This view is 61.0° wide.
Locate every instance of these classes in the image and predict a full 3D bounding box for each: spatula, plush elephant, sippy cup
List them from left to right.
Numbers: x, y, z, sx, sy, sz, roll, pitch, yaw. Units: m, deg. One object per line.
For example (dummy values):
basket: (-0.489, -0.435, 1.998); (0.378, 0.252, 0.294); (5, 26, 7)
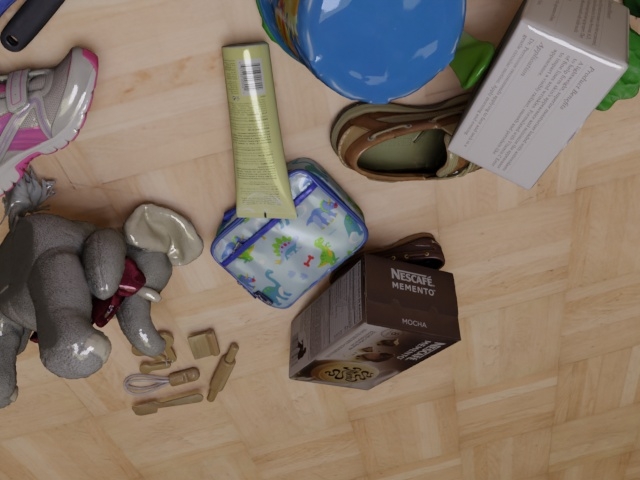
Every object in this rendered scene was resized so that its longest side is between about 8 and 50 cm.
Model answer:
spatula: (-0.274, -0.319, 0.619); (0.296, 0.030, 0.084); (-37, 124, 17)
plush elephant: (-0.317, 0.070, 0.780); (0.272, 0.330, 0.255); (-31, 150, 28)
sippy cup: (0.046, -0.268, 0.599); (0.306, 0.224, 0.240); (-10, 127, -3)

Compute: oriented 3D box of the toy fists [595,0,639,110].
toy fists: (0.427, -0.297, 0.736); (0.142, 0.096, 0.279); (34, 116, -17)

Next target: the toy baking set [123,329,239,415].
toy baking set: (-0.274, 0.257, 1.057); (0.197, 0.030, 0.256); (12, 123, -16)

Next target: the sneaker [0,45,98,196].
sneaker: (-0.378, -0.156, 0.665); (0.252, 0.103, 0.111); (-35, 137, 14)

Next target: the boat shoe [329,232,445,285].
boat shoe: (0.114, 0.052, 0.950); (0.207, 0.073, 0.073); (-25, 130, 10)

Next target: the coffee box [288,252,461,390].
coffee box: (0.078, 0.152, 0.924); (0.168, 0.118, 0.297); (14, 146, -21)

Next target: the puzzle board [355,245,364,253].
puzzle board: (0.000, 0.000, 0.926); (0.096, 0.011, 0.128); (-36, 124, 17)

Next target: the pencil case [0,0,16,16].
pencil case: (-0.409, -0.259, 0.580); (0.306, 0.119, 0.133); (-36, 125, 16)

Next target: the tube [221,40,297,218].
tube: (-0.088, -0.141, 0.738); (0.062, 0.070, 0.240); (-19, 116, -29)

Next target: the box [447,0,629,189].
box: (0.262, -0.195, 0.658); (0.119, 0.182, 0.181); (28, 137, 4)

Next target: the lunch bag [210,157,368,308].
lunch bag: (-0.052, -0.010, 0.850); (0.219, 0.090, 0.176); (-38, 111, 16)

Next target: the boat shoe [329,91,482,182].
boat shoe: (0.180, -0.135, 0.790); (0.324, 0.120, 0.122); (-6, 128, -6)
